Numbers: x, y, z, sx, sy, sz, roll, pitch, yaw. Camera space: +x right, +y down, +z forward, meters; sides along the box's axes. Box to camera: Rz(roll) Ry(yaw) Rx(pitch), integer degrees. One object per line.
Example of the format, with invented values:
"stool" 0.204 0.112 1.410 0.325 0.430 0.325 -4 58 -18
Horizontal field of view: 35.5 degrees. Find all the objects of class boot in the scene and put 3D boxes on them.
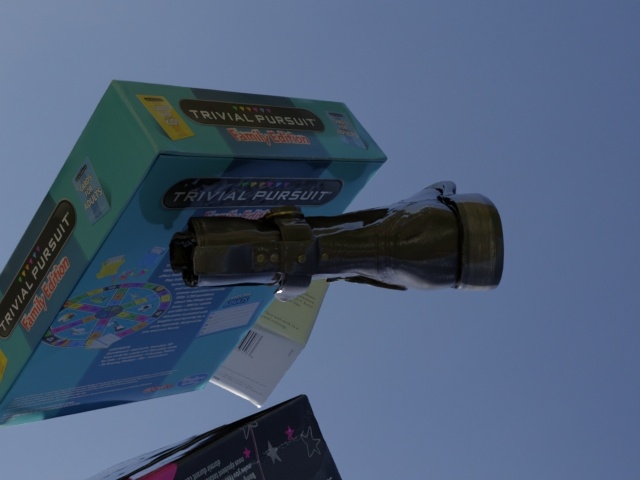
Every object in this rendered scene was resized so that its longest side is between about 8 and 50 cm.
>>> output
"boot" 0.000 0.000 0.764 0.229 0.091 0.263 -2 180 -7

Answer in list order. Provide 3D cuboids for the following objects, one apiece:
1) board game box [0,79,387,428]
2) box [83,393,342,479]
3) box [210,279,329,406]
"board game box" -0.134 0.019 0.865 0.336 0.254 0.079 -51 -120 31
"box" -0.099 0.192 0.478 0.163 0.142 0.247 -25 175 28
"box" -0.112 0.100 1.322 0.182 0.181 0.119 -58 -173 48
